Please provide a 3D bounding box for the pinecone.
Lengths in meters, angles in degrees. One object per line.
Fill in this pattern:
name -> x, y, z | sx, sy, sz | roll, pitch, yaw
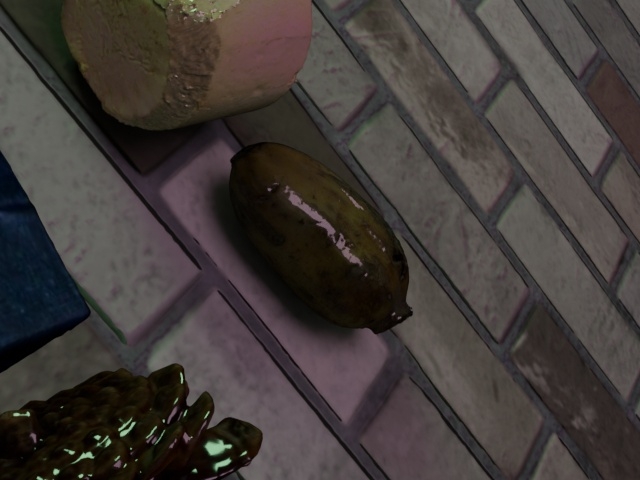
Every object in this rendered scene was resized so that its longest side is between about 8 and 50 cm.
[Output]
pinecone -> -0.105, 0.164, 0.536 | 0.208, 0.208, 0.207 | 22, 56, -35

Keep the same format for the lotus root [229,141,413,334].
lotus root -> 0.000, 0.000, 0.797 | 0.179, 0.080, 0.089 | 46, 47, -11

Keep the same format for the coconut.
coconut -> -0.083, -0.153, 0.752 | 0.153, 0.147, 0.147 | -22, 85, -43

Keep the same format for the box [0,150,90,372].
box -> -0.249, 0.062, 0.321 | 0.116, 0.261, 0.279 | 62, 15, 1
